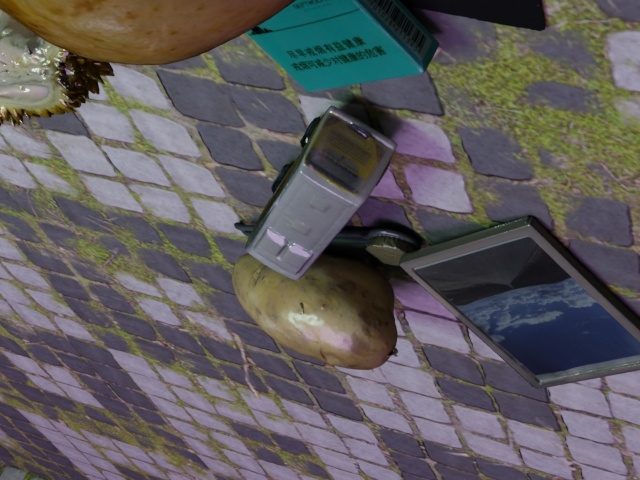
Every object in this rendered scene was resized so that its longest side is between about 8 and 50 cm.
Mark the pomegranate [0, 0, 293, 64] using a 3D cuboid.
[{"bbox_3d":[-0.098,-0.274,0.847,0.338,0.338,0.338,22,155,11],"label":"pomegranate"}]

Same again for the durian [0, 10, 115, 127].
[{"bbox_3d":[-0.281,-0.205,1.357,0.138,0.183,0.250,-1,176,-44],"label":"durian"}]

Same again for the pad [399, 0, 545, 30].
[{"bbox_3d":[0.081,-0.249,1.056,0.164,0.004,0.243,15,153,24],"label":"pad"}]

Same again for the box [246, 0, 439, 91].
[{"bbox_3d":[-0.027,-0.215,1.180,0.226,0.042,0.161,42,154,-30],"label":"box"}]

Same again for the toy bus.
[{"bbox_3d":[-0.004,-0.042,1.427,0.092,0.106,0.268,31,156,-4],"label":"toy bus"}]

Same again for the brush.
[{"bbox_3d":[0.000,0.000,1.601,0.266,0.027,0.062,5,157,40],"label":"brush"}]

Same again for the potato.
[{"bbox_3d":[0.000,0.068,1.619,0.161,0.128,0.235,20,-176,-31],"label":"potato"}]

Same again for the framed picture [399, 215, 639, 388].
[{"bbox_3d":[0.230,0.071,1.502,0.189,0.023,0.260,-18,131,44],"label":"framed picture"}]
